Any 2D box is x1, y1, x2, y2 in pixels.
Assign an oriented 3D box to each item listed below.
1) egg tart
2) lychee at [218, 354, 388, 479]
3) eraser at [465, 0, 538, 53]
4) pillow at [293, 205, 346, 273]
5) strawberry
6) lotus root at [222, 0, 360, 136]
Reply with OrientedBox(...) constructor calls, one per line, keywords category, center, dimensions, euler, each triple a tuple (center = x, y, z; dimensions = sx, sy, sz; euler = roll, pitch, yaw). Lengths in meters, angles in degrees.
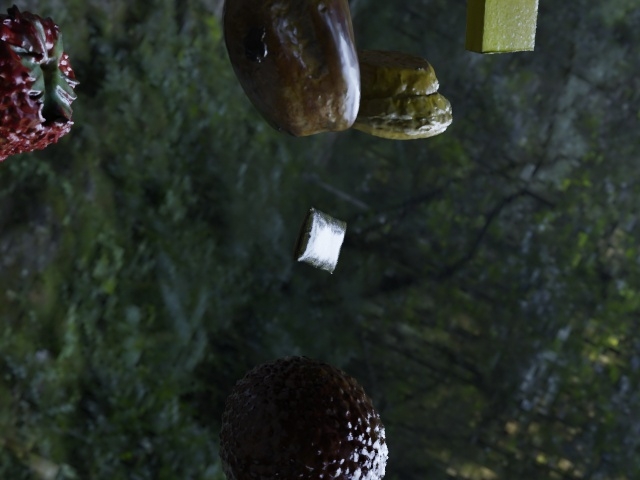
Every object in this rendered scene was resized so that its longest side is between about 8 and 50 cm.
OrientedBox(category="egg tart", center=(0.120, -0.300, 2.588), dimensions=(0.319, 0.319, 0.128), euler=(-81, -178, -68))
OrientedBox(category="lychee", center=(-0.026, 0.300, 1.974), dimensions=(0.260, 0.261, 0.260), euler=(-61, -173, 13))
OrientedBox(category="eraser", center=(0.250, -0.319, 1.819), dimensions=(0.045, 0.097, 0.122), euler=(23, -65, 55))
OrientedBox(category="pillow", center=(0.000, 0.000, 2.621), dimensions=(0.203, 0.038, 0.113), euler=(25, 81, -68))
OrientedBox(category="strawberry", center=(-0.543, -0.255, 2.256), dimensions=(0.261, 0.258, 0.261), euler=(-11, 90, -72))
OrientedBox(category="lotus root", center=(-0.043, -0.284, 1.807), dimensions=(0.193, 0.193, 0.291), euler=(-71, 154, -50))
